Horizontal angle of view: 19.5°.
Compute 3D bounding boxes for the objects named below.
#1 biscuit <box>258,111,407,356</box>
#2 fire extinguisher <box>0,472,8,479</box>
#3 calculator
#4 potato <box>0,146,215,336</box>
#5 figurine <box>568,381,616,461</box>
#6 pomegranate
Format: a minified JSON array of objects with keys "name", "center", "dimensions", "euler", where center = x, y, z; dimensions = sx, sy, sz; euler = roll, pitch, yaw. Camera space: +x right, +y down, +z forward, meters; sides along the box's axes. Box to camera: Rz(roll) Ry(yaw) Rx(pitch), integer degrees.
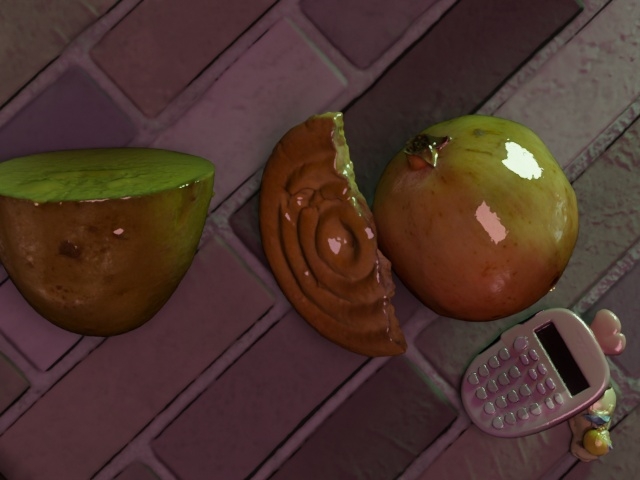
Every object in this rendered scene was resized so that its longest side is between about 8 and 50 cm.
[{"name":"biscuit","center":[-0.001,0.000,1.665],"dimensions":[0.033,0.144,0.224],"euler":[-24,103,-45]},{"name":"fire extinguisher","center":[-0.295,0.258,1.627],"dimensions":[0.135,0.114,0.337],"euler":[-36,100,27]},{"name":"calculator","center":[0.209,0.121,1.737],"dimensions":[0.166,0.024,0.103],"euler":[-29,70,4]},{"name":"potato","center":[-0.190,0.008,1.624],"dimensions":[0.204,0.178,0.158],"euler":[-13,111,-23]},{"name":"figurine","center":[0.258,0.170,1.757],"dimensions":[0.047,0.050,0.083],"euler":[2,92,-4]},{"name":"pomegranate","center":[0.140,-0.023,1.657],"dimensions":[0.191,0.191,0.191],"euler":[0,92,-10]}]
